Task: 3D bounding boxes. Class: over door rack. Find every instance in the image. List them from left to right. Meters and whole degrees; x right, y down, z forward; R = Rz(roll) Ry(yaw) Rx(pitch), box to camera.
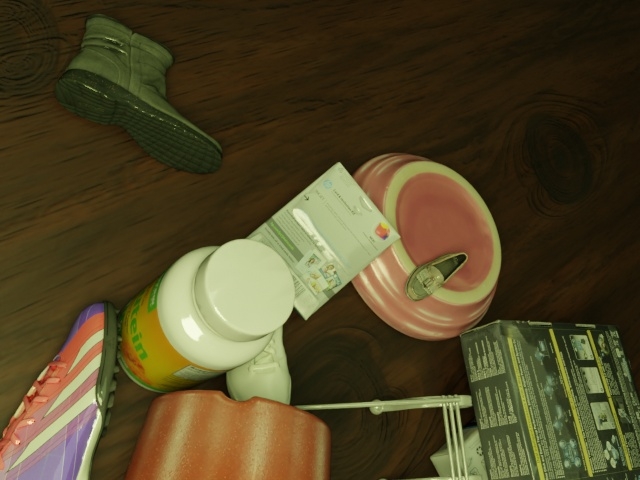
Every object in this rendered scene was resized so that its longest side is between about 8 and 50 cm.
[{"bbox_3d":[0.059,0.326,0.898,0.324,0.108,0.239,3,67,-18],"label":"over door rack"}]

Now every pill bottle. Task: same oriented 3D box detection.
[{"bbox_3d":[-0.133,0.086,0.768,0.136,0.246,0.136,14,62,-29],"label":"pill bottle"}]

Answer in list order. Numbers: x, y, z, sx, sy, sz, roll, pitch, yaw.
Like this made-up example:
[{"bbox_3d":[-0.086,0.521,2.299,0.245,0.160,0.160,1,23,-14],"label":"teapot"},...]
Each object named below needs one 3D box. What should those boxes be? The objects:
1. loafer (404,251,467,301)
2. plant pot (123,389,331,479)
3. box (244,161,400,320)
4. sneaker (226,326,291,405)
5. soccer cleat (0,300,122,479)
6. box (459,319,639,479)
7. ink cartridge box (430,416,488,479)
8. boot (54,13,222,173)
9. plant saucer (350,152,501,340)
[{"bbox_3d":[0.175,0.048,1.021,0.125,0.039,0.045,-32,90,-39],"label":"loafer"},{"bbox_3d":[-0.103,0.308,0.681,0.272,0.272,0.265,24,56,-24],"label":"plant pot"},{"bbox_3d":[0.000,0.000,0.982,0.186,0.038,0.145,-41,96,-11],"label":"box"},{"bbox_3d":[-0.077,0.123,0.855,0.080,0.094,0.212,1,50,-15],"label":"sneaker"},{"bbox_3d":[-0.286,0.205,0.710,0.117,0.108,0.318,13,62,-16],"label":"soccer cleat"},{"bbox_3d":[0.391,0.325,1.043,0.318,0.097,0.394,7,65,-36],"label":"box"},{"bbox_3d":[0.311,0.433,1.038,0.165,0.065,0.332,-24,83,-40],"label":"ink cartridge box"},{"bbox_3d":[-0.228,-0.210,0.945,0.247,0.083,0.161,29,51,-23],"label":"boot"},{"bbox_3d":[0.182,-0.003,1.129,0.332,0.084,0.332,15,62,-29],"label":"plant saucer"}]
